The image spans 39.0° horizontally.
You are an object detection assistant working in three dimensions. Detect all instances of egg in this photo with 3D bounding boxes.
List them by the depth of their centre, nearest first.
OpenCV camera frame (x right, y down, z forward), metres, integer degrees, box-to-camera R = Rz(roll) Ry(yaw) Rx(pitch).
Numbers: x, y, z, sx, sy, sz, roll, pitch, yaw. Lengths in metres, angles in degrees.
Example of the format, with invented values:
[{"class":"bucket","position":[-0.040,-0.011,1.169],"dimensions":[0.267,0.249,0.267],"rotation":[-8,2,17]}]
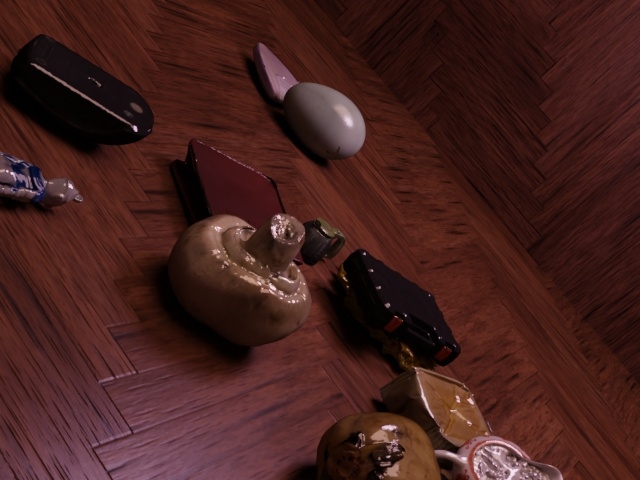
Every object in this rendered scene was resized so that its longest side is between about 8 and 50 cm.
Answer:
[{"class":"egg","position":[0.008,-0.340,2.552],"dimensions":[0.264,0.183,0.183],"rotation":[40,20,3]}]

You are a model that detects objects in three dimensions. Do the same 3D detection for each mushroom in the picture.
[{"class":"mushroom","position":[-0.118,0.045,1.534],"dimensions":[0.260,0.234,0.254],"rotation":[11,37,-56]}]

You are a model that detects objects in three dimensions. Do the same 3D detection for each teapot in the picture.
[{"class":"teapot","position":[0.307,0.430,1.651],"dimensions":[0.246,0.116,0.159],"rotation":[11,55,-11]},{"class":"teapot","position":[-0.006,-0.007,2.045],"dimensions":[0.092,0.091,0.124],"rotation":[53,22,14]}]

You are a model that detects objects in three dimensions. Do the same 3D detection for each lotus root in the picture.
[{"class":"lotus root","position":[0.117,0.375,1.479],"dimensions":[0.310,0.183,0.182],"rotation":[23,31,-50]}]

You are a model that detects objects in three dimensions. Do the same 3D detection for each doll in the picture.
[{"class":"doll","position":[-0.465,-0.091,1.372],"dimensions":[0.227,0.057,0.114],"rotation":[20,26,-33]}]

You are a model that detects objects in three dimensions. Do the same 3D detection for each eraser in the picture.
[{"class":"eraser","position":[-0.141,-0.490,2.710],"dimensions":[0.204,0.059,0.243],"rotation":[11,44,-57]}]

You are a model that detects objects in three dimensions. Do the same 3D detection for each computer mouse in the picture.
[{"class":"computer mouse","position":[-0.439,-0.257,1.656],"dimensions":[0.269,0.100,0.170],"rotation":[32,22,-22]}]

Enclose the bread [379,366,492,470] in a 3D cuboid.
[{"class":"bread","position":[0.229,0.363,1.789],"dimensions":[0.210,0.110,0.192],"rotation":[21,35,-43]}]

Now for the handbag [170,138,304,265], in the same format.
[{"class":"handbag","position":[-0.170,-0.064,1.848],"dimensions":[0.260,0.084,0.275],"rotation":[27,29,-43]}]

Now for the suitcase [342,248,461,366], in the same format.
[{"class":"suitcase","position":[0.179,0.149,1.985],"dimensions":[0.286,0.066,0.206],"rotation":[32,24,-39]}]

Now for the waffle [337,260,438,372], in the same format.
[{"class":"waffle","position":[0.155,0.174,2.071],"dimensions":[0.312,0.060,0.307],"rotation":[39,20,-19]}]
